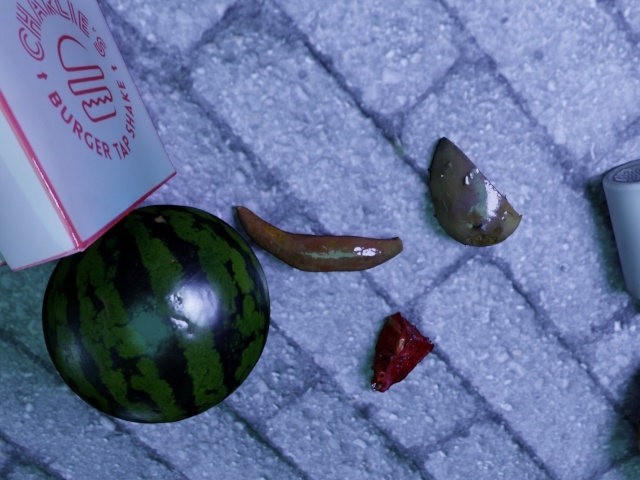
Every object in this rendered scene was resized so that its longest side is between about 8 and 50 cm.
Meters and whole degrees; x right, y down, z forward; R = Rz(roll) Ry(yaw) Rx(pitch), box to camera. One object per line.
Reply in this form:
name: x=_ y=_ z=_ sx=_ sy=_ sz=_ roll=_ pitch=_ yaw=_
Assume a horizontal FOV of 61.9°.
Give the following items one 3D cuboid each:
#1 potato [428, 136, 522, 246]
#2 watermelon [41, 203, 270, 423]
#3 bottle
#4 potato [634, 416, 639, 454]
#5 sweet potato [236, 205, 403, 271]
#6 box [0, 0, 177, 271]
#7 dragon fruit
potato: x=0.206 y=-0.051 z=0.750 sx=0.101 sy=0.089 sz=0.172 roll=-40 pitch=107 yaw=15
watermelon: x=-0.203 y=0.091 z=0.697 sx=0.285 sy=0.285 sz=0.285 roll=0 pitch=109 yaw=-1
bottle: x=0.486 y=0.010 z=0.768 sx=0.104 sy=0.104 sz=0.245 roll=-21 pitch=109 yaw=6
potato: x=0.602 y=0.284 z=0.849 sx=0.192 sy=0.141 sz=0.296 roll=0 pitch=109 yaw=-18
sweet potato: x=-0.005 y=0.010 z=0.788 sx=0.256 sy=0.058 sz=0.078 roll=11 pitch=93 yaw=-2
box: x=-0.394 y=-0.133 z=0.597 sx=0.300 sy=0.314 sz=0.312 roll=-19 pitch=109 yaw=9
dragon fruit: x=0.117 y=0.194 z=0.849 sx=0.097 sy=0.063 sz=0.131 roll=36 pitch=105 yaw=-12
